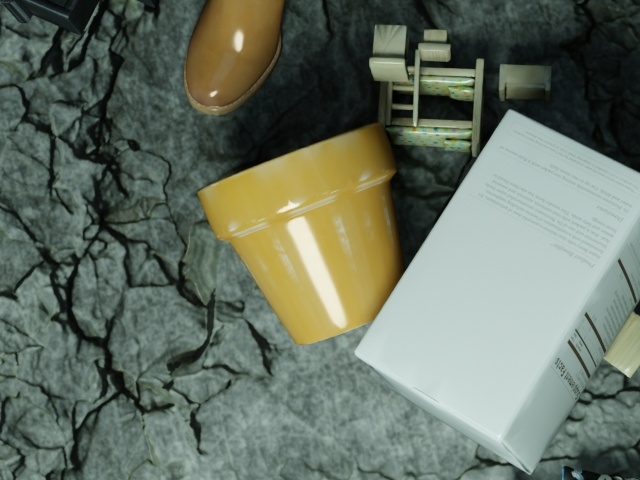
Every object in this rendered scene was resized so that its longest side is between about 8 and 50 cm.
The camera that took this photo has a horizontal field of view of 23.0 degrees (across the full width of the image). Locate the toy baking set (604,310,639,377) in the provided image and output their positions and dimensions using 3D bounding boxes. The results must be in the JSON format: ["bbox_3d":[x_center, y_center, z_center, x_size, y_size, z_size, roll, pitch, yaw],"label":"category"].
[{"bbox_3d":[0.414,0.088,1.634,0.256,0.030,0.197,-28,79,1],"label":"toy baking set"}]

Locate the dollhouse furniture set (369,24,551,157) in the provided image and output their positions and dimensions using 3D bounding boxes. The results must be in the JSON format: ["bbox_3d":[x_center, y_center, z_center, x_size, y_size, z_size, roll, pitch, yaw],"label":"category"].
[{"bbox_3d":[0.149,-0.151,1.649,0.182,0.161,0.101,3,78,9],"label":"dollhouse furniture set"}]

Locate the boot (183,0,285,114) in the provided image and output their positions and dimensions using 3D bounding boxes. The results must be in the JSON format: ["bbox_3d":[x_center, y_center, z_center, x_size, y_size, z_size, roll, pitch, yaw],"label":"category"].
[{"bbox_3d":[-0.081,-0.286,1.676,0.109,0.220,0.283,30,83,12],"label":"boot"}]

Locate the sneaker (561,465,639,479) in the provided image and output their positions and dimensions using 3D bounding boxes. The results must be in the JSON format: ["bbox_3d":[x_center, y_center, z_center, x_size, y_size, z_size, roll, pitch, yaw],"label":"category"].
[{"bbox_3d":[0.292,0.262,1.576,0.237,0.085,0.086,-12,92,5],"label":"sneaker"}]

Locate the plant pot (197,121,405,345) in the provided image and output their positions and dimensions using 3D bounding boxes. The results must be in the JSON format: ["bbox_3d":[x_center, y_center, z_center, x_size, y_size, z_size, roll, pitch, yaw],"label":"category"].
[{"bbox_3d":[0.000,0.000,1.628,0.205,0.205,0.188,-20,92,2],"label":"plant pot"}]

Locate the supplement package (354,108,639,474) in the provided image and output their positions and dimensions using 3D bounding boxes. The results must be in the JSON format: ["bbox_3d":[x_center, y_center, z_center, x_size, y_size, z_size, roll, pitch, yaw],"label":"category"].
[{"bbox_3d":[0.200,0.054,1.576,0.177,0.175,0.293,30,82,25],"label":"supplement package"}]

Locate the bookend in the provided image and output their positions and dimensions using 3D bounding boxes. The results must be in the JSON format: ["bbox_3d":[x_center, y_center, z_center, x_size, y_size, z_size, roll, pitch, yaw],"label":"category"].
[{"bbox_3d":[-0.252,-0.298,1.777,0.156,0.072,0.157,25,82,11],"label":"bookend"}]
